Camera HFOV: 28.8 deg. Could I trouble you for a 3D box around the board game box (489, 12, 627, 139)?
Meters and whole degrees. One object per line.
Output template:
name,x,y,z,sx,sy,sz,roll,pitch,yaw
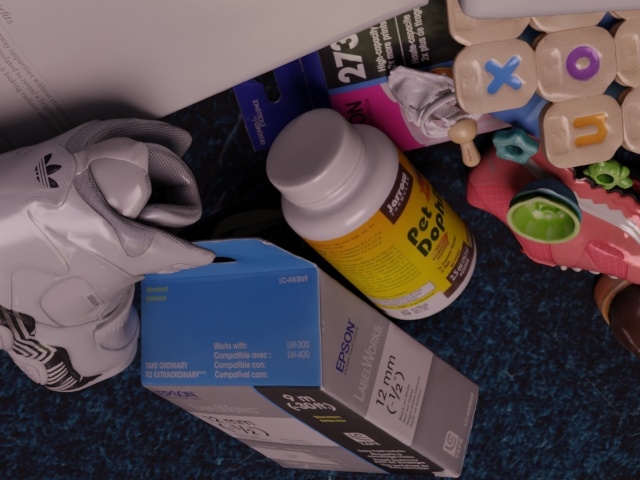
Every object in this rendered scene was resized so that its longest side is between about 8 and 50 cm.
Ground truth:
board game box,0.211,-0.153,1.088,0.169,0.033,0.133,24,125,-17

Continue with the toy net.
toy net,0.158,-0.081,1.096,0.232,0.045,0.122,32,149,-21

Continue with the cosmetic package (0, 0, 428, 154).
cosmetic package,-0.134,-0.227,0.971,0.385,0.156,0.217,-22,132,10

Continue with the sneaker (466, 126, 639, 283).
sneaker,0.275,-0.017,1.269,0.314,0.116,0.136,35,129,-25

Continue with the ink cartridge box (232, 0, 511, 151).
ink cartridge box,0.099,-0.172,1.119,0.371,0.069,0.175,-12,133,6

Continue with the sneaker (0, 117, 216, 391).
sneaker,-0.178,0.018,1.043,0.210,0.137,0.366,-17,156,9

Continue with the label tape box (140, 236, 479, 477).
label tape box,-0.043,0.123,1.238,0.249,0.115,0.348,-5,150,41

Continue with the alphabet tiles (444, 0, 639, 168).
alphabet tiles,0.233,-0.207,1.020,0.278,0.021,0.284,-12,104,-10

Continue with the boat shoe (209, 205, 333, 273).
boat shoe,-0.001,-0.001,1.247,0.224,0.073,0.080,-12,135,5

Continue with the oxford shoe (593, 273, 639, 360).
oxford shoe,0.475,0.128,1.394,0.364,0.132,0.130,13,128,-19

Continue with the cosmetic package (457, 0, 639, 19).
cosmetic package,0.260,-0.363,0.759,0.394,0.327,0.329,-3,131,-3

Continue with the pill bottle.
pill bottle,0.045,-0.025,1.124,0.117,0.117,0.215,-30,135,18
